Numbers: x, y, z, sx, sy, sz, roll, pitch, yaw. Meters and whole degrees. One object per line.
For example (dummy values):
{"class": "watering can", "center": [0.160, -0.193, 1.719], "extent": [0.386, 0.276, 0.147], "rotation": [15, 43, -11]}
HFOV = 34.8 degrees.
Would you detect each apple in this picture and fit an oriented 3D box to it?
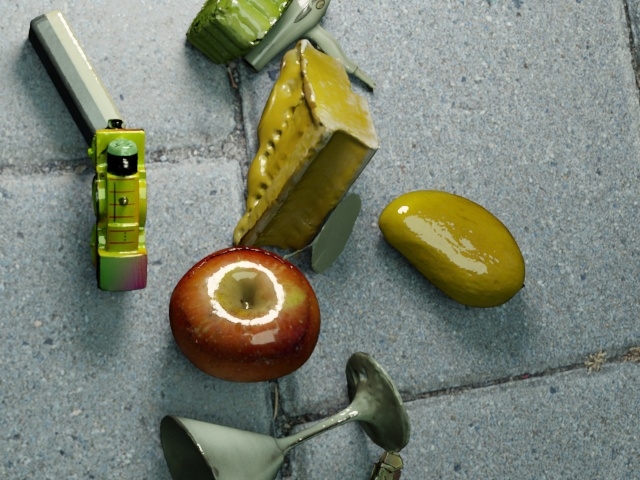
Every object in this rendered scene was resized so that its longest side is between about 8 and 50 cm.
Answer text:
{"class": "apple", "center": [-0.138, 0.139, 1.860], "extent": [0.272, 0.206, 0.251], "rotation": [-10, 64, -12]}

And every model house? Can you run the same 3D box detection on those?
{"class": "model house", "center": [0.135, 0.462, 2.015], "extent": [0.058, 0.057, 0.083], "rotation": [27, 73, -12]}

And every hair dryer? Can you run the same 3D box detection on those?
{"class": "hair dryer", "center": [-0.032, -0.366, 2.053], "extent": [0.229, 0.092, 0.267], "rotation": [-32, 105, -14]}

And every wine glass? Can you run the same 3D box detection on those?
{"class": "wine glass", "center": [-0.057, 0.370, 1.859], "extent": [0.406, 0.267, 0.267], "rotation": [-19, 90, -28]}

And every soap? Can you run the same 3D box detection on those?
{"class": "soap", "center": [-0.057, -0.171, 1.998], "extent": [0.169, 0.339, 0.304], "rotation": [20, 35, -27]}

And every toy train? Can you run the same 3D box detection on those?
{"class": "toy train", "center": [-0.352, -0.060, 1.795], "extent": [0.100, 0.160, 0.296], "rotation": [-3, 113, -18]}

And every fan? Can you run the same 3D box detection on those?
{"class": "fan", "center": [-0.001, 0.000, 1.917], "extent": [0.010, 0.310, 0.182], "rotation": [28, 111, 19]}

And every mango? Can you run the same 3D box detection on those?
{"class": "mango", "center": [0.280, 0.006, 2.086], "extent": [0.331, 0.142, 0.195], "rotation": [41, 66, -9]}

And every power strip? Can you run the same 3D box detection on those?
{"class": "power strip", "center": [-0.440, -0.286, 1.855], "extent": [0.070, 0.105, 0.257], "rotation": [-29, 95, -18]}

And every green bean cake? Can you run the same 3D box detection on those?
{"class": "green bean cake", "center": [-0.147, -0.447, 1.943], "extent": [0.113, 0.200, 0.214], "rotation": [39, 67, -22]}
